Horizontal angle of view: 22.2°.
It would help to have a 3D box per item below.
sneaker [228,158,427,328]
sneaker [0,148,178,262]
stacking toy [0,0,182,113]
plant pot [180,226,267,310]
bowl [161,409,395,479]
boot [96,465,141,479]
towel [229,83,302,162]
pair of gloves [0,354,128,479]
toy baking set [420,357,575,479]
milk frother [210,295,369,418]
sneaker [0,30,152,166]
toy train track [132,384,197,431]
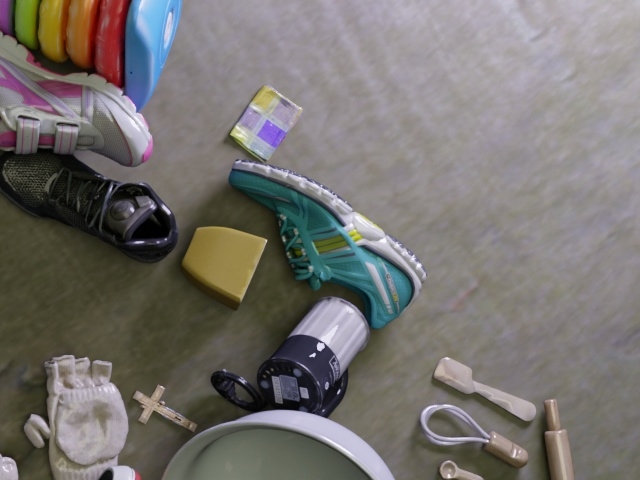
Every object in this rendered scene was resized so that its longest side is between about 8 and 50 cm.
[{"bbox_3d":[0.000,0.000,1.934,0.275,0.107,0.110,37,85,-9],"label":"sneaker"},{"bbox_3d":[-0.261,-0.049,1.847,0.227,0.130,0.087,29,76,-9],"label":"sneaker"},{"bbox_3d":[-0.317,-0.273,1.856,0.301,0.175,0.166,12,52,3],"label":"stacking toy"},{"bbox_3d":[-0.118,0.025,1.907,0.083,0.081,0.081,24,79,-2],"label":"plant pot"},{"bbox_3d":[-0.025,0.305,1.845,0.298,0.134,0.298,7,114,17],"label":"bowl"},{"bbox_3d":[-0.195,0.378,1.830,0.176,0.088,0.244,14,100,-15],"label":"boot"},{"bbox_3d":[-0.066,-0.143,1.973,0.060,0.009,0.083,38,76,-10],"label":"towel"},{"bbox_3d":[-0.336,0.231,1.841,0.240,0.042,0.204,2,84,-17],"label":"pair of gloves"},{"bbox_3d":[0.220,0.268,2.003,0.196,0.030,0.256,-3,85,-16],"label":"toy baking set"},{"bbox_3d":[-0.037,0.141,1.913,0.143,0.129,0.135,23,39,15],"label":"milk frother"},{"bbox_3d":[-0.311,-0.136,1.827,0.252,0.103,0.111,24,58,7],"label":"sneaker"},{"bbox_3d":[-0.181,0.200,1.903,0.083,0.014,0.048,31,77,-12],"label":"toy train track"}]
